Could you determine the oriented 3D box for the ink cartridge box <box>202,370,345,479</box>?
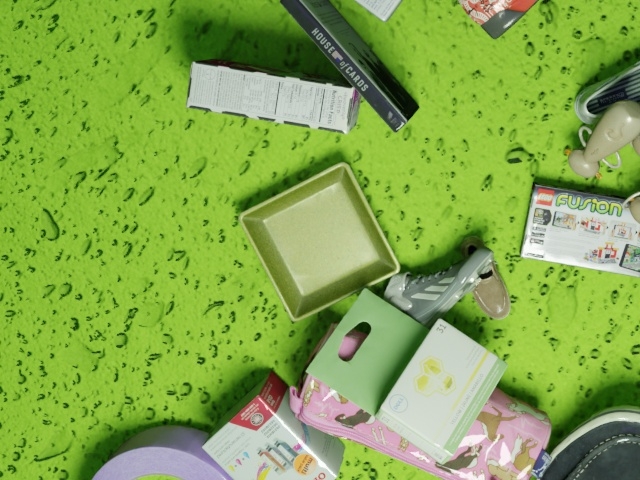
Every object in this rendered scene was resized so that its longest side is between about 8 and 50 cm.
[{"bbox_3d":[-0.068,0.319,1.713,0.128,0.127,0.176,-44,93,12],"label":"ink cartridge box"}]

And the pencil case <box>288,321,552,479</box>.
[{"bbox_3d":[0.148,0.261,1.661,0.386,0.167,0.160,24,105,2],"label":"pencil case"}]

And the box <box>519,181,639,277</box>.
[{"bbox_3d":[0.409,-0.014,1.652,0.207,0.036,0.114,10,100,4],"label":"box"}]

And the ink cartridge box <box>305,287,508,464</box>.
[{"bbox_3d":[0.124,0.182,1.581,0.235,0.056,0.171,34,62,6],"label":"ink cartridge box"}]

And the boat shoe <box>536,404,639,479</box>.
[{"bbox_3d":[0.367,0.465,1.639,0.187,0.156,0.500,26,110,-7],"label":"boat shoe"}]

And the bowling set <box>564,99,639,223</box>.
[{"bbox_3d":[0.521,-0.108,1.581,0.287,0.200,0.154,44,146,8],"label":"bowling set"}]

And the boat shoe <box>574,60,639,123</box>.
[{"bbox_3d":[0.477,-0.222,1.590,0.226,0.076,0.083,-28,96,10],"label":"boat shoe"}]

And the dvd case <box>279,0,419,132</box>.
[{"bbox_3d":[0.047,-0.260,1.577,0.029,0.179,0.238,-41,93,17],"label":"dvd case"}]

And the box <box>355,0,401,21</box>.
[{"bbox_3d":[0.076,-0.405,1.605,0.137,0.072,0.126,37,102,-1],"label":"box"}]

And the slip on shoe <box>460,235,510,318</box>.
[{"bbox_3d":[0.249,0.059,1.679,0.051,0.041,0.135,-18,97,9],"label":"slip on shoe"}]

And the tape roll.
[{"bbox_3d":[-0.233,0.436,1.757,0.275,0.090,0.275,2,103,10],"label":"tape roll"}]

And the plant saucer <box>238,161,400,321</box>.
[{"bbox_3d":[0.000,0.000,1.695,0.188,0.045,0.188,-26,96,10],"label":"plant saucer"}]

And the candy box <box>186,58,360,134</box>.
[{"bbox_3d":[-0.062,-0.211,1.608,0.233,0.159,0.071,10,101,4],"label":"candy box"}]

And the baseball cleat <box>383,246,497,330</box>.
[{"bbox_3d":[0.164,0.066,1.655,0.109,0.072,0.206,46,113,15],"label":"baseball cleat"}]

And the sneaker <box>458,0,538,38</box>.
[{"bbox_3d":[0.294,-0.427,1.568,0.145,0.090,0.270,45,104,-5],"label":"sneaker"}]
